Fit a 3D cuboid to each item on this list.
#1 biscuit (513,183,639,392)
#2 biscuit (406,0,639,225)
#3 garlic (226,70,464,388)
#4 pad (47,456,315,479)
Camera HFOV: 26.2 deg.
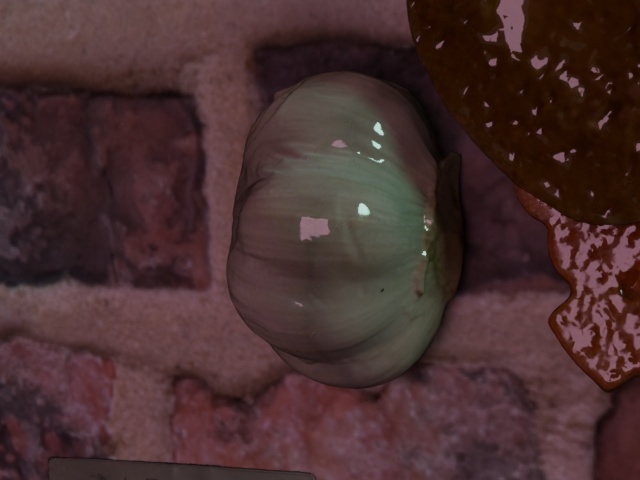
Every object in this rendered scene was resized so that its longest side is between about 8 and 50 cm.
[{"bbox_3d":[0.278,-0.017,0.868,0.306,0.043,0.284,-42,70,20],"label":"biscuit"},{"bbox_3d":[0.220,-0.163,0.792,0.314,0.063,0.367,47,128,5],"label":"biscuit"},{"bbox_3d":[0.000,0.000,0.967,0.178,0.143,0.229,0,104,26],"label":"garlic"},{"bbox_3d":[-0.117,0.261,1.126,0.265,0.009,0.159,-2,94,27],"label":"pad"}]
